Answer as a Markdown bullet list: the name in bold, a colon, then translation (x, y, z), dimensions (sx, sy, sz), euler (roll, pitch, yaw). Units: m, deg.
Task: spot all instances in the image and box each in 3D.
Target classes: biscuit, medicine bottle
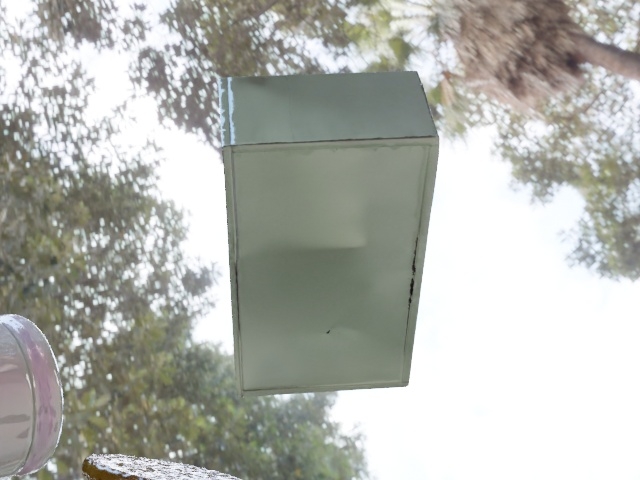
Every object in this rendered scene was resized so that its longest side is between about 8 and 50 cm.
- **biscuit**: translation (-0.154, 0.254, 0.995), dimensions (0.188, 0.188, 0.027), euler (16, -100, -29)
- **medicine bottle**: translation (-0.476, 0.195, 1.072), dimensions (0.316, 0.202, 0.202), euler (-2, -55, -46)

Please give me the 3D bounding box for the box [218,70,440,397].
- **box**: translation (0.000, 0.000, 0.657), dimensions (0.129, 0.086, 0.225), euler (-3, -48, -5)
